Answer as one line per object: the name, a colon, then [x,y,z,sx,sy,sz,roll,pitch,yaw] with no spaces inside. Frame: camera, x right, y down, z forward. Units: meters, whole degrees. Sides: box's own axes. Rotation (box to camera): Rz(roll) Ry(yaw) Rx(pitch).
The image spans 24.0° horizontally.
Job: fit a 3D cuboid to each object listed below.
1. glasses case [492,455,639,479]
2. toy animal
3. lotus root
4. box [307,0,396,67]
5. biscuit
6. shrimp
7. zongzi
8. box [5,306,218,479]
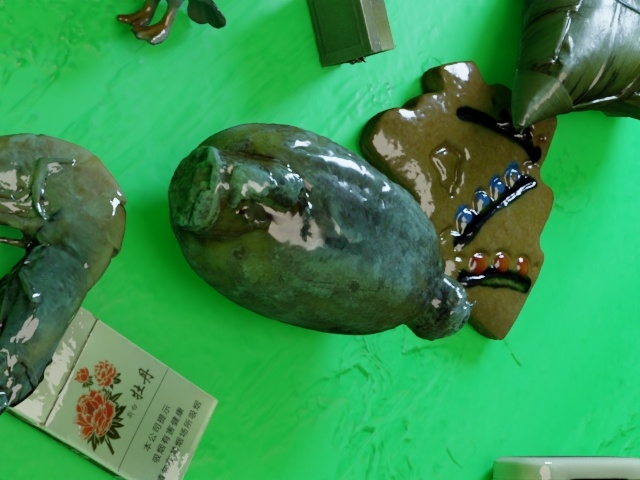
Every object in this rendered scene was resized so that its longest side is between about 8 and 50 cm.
glasses case: [0.272,0.258,1.632,0.196,0.083,0.050,6,79,-39]
toy animal: [-0.133,-0.251,1.328,0.197,0.272,0.160,-14,130,-43]
lotus root: [-0.002,0.000,1.402,0.350,0.175,0.175,28,68,-37]
box: [0.030,-0.216,1.495,0.035,0.079,0.083,-16,95,-40]
biscuit: [0.172,-0.043,1.612,0.278,0.043,0.301,-17,95,-39]
shrimp: [-0.272,0.021,1.226,0.178,0.075,0.289,33,65,-11]
zongzi: [0.316,-0.165,1.665,0.251,0.125,0.274,34,51,-26]
box: [-0.186,0.140,1.316,0.198,0.029,0.109,38,63,-30]
